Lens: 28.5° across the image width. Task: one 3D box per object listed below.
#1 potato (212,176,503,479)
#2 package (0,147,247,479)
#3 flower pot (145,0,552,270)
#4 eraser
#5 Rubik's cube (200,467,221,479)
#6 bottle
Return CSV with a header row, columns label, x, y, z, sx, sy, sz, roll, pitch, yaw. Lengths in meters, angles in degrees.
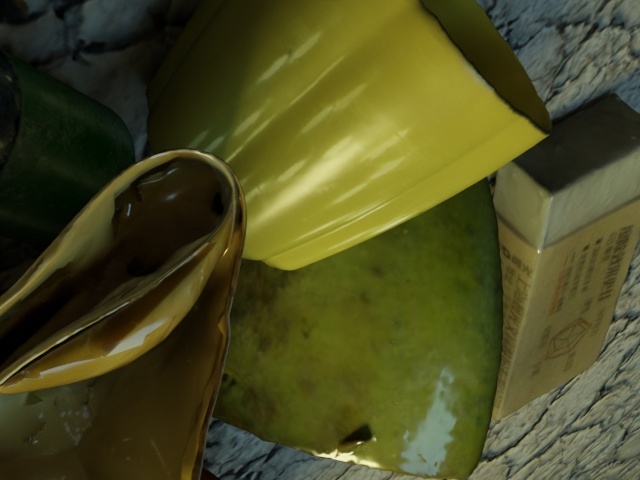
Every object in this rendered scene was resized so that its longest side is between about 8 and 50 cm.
label,x,y,z,sx,sy,sz,roll,pitch,yaw
potato,0.000,0.000,0.851,0.112,0.269,0.255,6,99,-50
package,-0.150,0.080,0.654,0.165,0.221,0.311,12,169,-10
flower pot,0.004,-0.084,0.713,0.179,0.195,0.195,-39,151,18
eraser,0.216,0.027,1.183,0.144,0.078,0.343,-27,146,-23
Rubik's cube,-0.170,0.349,0.932,0.316,0.318,0.313,-40,151,0
bottle,-0.214,-0.071,0.561,0.093,0.093,0.330,-48,150,11
